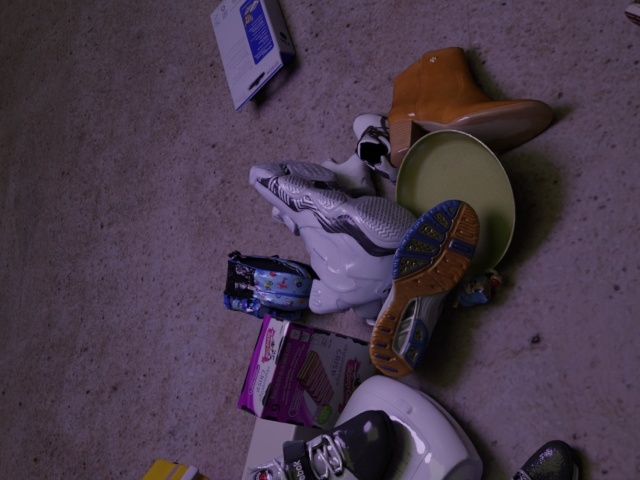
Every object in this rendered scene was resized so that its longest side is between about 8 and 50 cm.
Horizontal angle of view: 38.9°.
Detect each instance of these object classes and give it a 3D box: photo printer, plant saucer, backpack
[{"bbox_3d":[0.100,0.381,1.406,0.256,0.107,0.308,36,101,48],"label":"photo printer"},{"bbox_3d":[0.220,-0.059,1.448,0.241,0.037,0.241,17,114,44],"label":"plant saucer"},{"bbox_3d":[-0.074,0.089,1.677,0.173,0.158,0.117,10,90,36],"label":"backpack"}]

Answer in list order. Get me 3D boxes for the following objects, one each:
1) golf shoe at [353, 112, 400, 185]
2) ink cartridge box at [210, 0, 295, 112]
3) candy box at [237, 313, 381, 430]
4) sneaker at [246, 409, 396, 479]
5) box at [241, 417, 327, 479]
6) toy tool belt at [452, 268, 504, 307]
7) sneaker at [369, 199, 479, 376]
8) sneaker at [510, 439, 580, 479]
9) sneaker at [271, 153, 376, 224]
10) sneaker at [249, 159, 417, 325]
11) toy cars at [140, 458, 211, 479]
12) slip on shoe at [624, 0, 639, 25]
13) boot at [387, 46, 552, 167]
[{"bbox_3d":[0.099,-0.181,1.638,0.077,0.093,0.198,-54,43,18],"label":"golf shoe"},{"bbox_3d":[-0.150,-0.439,2.022,0.165,0.065,0.333,-39,49,30],"label":"ink cartridge box"},{"bbox_3d":[-0.008,0.224,1.486,0.071,0.233,0.159,13,85,49],"label":"candy box"},{"bbox_3d":[-0.027,0.366,1.360,0.330,0.146,0.122,-46,44,22],"label":"sneaker"},{"bbox_3d":[-0.056,0.358,1.590,0.113,0.094,0.275,8,80,47],"label":"box"},{"bbox_3d":[0.244,0.081,1.408,0.083,0.052,0.051,-23,21,47],"label":"toy tool belt"},{"bbox_3d":[0.159,0.067,1.443,0.111,0.131,0.297,27,100,6],"label":"sneaker"},{"bbox_3d":[0.256,0.369,1.228,0.086,0.132,0.229,37,102,47],"label":"sneaker"},{"bbox_3d":[0.007,-0.095,1.719,0.232,0.090,0.115,-18,55,31],"label":"sneaker"},{"bbox_3d":[0.000,0.000,1.575,0.365,0.137,0.210,27,118,36],"label":"sneaker"},{"bbox_3d":[-0.211,0.533,1.615,0.394,0.176,0.087,-121,31,-41],"label":"toy cars"},{"bbox_3d":[0.499,-0.318,1.307,0.041,0.051,0.135,-47,39,7],"label":"slip on shoe"},{"bbox_3d":[0.241,-0.247,1.515,0.295,0.104,0.211,-14,53,31],"label":"boot"}]
